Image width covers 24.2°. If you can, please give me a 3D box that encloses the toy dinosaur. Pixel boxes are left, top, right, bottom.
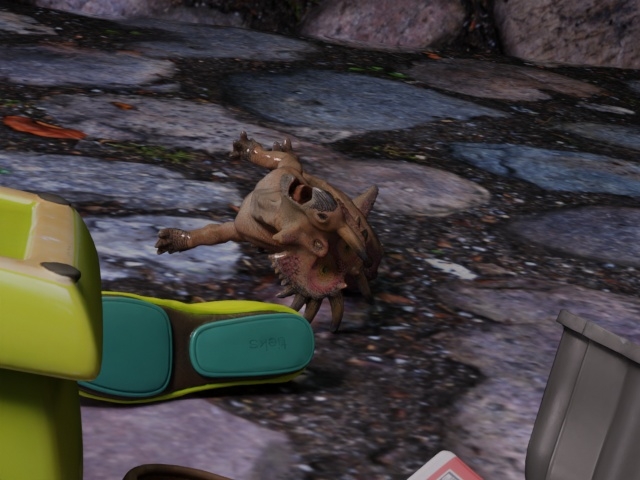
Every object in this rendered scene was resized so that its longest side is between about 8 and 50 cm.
[{"bbox_3d":[0.000,0.000,1.313,0.200,0.127,0.295,28,10,28],"label":"toy dinosaur"}]

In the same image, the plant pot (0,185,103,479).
[{"bbox_3d":[-0.211,0.078,0.678,0.228,0.207,0.227,13,11,-11],"label":"plant pot"}]

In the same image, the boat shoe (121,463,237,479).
[{"bbox_3d":[0.040,0.184,0.696,0.324,0.116,0.123,12,16,4],"label":"boat shoe"}]

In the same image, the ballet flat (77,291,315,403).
[{"bbox_3d":[-0.114,0.077,1.075,0.231,0.077,0.077,3,-4,-33],"label":"ballet flat"}]

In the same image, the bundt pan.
[{"bbox_3d":[0.249,0.161,0.782,0.331,0.124,0.331,25,2,-1],"label":"bundt pan"}]

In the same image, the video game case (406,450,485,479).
[{"bbox_3d":[0.052,0.211,0.536,0.204,0.025,0.285,-38,37,-12],"label":"video game case"}]
